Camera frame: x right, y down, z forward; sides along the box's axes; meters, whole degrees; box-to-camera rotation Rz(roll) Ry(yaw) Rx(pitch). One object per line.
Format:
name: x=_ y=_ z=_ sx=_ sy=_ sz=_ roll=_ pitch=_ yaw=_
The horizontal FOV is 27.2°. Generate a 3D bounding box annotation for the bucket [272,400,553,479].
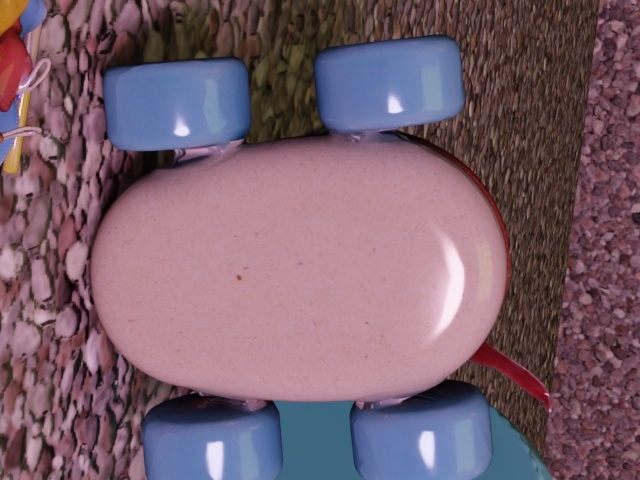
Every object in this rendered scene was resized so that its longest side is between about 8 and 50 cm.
bucket: x=0.024 y=0.221 z=0.795 sx=0.281 sy=0.281 sz=0.183 roll=-60 pitch=148 yaw=-45

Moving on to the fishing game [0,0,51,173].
fishing game: x=-0.109 y=-0.078 z=0.461 sx=0.264 sy=0.041 sz=0.189 roll=168 pitch=-69 yaw=-84

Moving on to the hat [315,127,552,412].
hat: x=0.083 y=0.017 z=0.978 sx=0.208 sy=0.183 sz=0.173 roll=35 pitch=66 yaw=-69

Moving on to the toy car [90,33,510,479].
toy car: x=0.000 y=0.000 z=0.743 sx=0.238 sy=0.210 sz=0.219 roll=-52 pitch=137 yaw=-77
